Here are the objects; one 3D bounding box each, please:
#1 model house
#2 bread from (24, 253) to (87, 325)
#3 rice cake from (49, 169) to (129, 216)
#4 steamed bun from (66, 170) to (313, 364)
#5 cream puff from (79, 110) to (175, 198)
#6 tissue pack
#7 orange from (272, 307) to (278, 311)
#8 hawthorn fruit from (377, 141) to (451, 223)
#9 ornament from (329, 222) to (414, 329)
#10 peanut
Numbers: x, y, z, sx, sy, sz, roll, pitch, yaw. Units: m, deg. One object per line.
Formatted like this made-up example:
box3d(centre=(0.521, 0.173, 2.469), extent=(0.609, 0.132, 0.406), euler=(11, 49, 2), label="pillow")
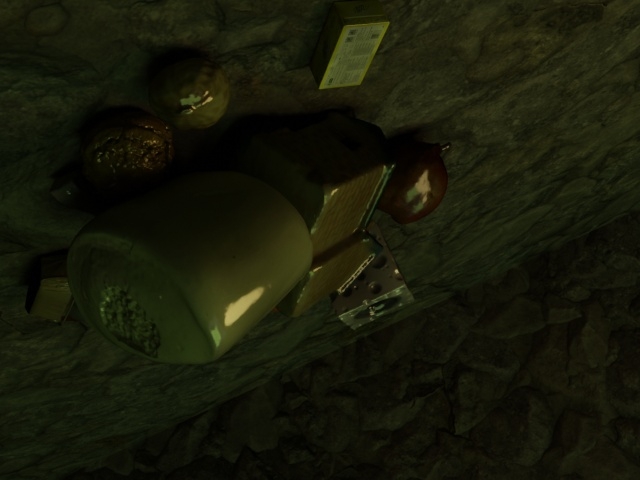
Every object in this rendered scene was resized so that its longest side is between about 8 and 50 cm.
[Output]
box3d(centre=(-0.020, -0.095, 1.663), extent=(0.343, 0.335, 0.382), euler=(-29, 153, -44), label="model house")
box3d(centre=(-0.593, 0.124, 1.754), extent=(0.212, 0.142, 0.224), euler=(10, 143, -27), label="bread")
box3d(centre=(-0.440, -0.065, 1.577), extent=(0.070, 0.064, 0.399), euler=(-18, 160, 13), label="rice cake")
box3d(centre=(-0.265, 0.022, 1.423), extent=(0.456, 0.289, 0.371), euler=(0, -150, 41), label="steamed bun")
box3d(centre=(-0.362, -0.153, 1.362), extent=(0.189, 0.129, 0.189), euler=(-21, 155, -10), label="cream puff")
box3d(centre=(0.051, -0.369, 1.370), extent=(0.095, 0.062, 0.176), euler=(-12, 157, -22), label="tissue pack")
box3d(centre=(-0.122, 0.074, 1.989), extent=(0.246, 0.246, 0.246), euler=(-21, 159, -8), label="orange")
box3d(centre=(0.243, -0.170, 1.884), extent=(0.208, 0.208, 0.248), euler=(4, 132, -51), label="hawthorn fruit")
box3d(centre=(0.144, 0.124, 2.396), extent=(0.239, 0.239, 0.240), euler=(-25, 159, 6), label="ornament")
box3d(centre=(-0.228, -0.258, 1.282), extent=(0.141, 0.109, 0.159), euler=(-14, 171, 5), label="peanut")
